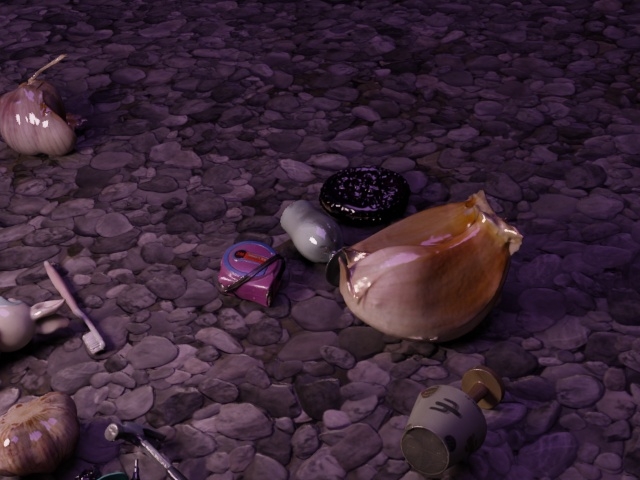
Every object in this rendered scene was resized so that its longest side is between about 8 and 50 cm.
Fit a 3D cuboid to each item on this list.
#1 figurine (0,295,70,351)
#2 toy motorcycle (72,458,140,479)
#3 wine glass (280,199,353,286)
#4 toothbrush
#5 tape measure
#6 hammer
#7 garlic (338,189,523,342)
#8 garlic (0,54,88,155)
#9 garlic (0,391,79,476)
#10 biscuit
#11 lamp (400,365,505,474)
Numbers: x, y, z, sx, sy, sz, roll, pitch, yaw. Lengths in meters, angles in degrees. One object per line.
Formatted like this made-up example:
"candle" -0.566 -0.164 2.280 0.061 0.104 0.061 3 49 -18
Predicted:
"figurine" -0.571 0.146 1.803 0.235 0.127 0.155 -24 25 -32
"toy motorcycle" -0.297 0.386 1.491 0.100 0.058 0.173 -8 36 -19
"wine glass" 0.000 0.000 1.993 0.092 0.093 0.202 -18 37 -21
"toothbrush" -0.462 0.118 1.913 0.029 0.025 0.307 -27 41 -18
"tape measure" -0.130 0.062 1.929 0.118 0.074 0.125 14 43 14
"hammer" -0.209 0.350 1.535 0.246 0.029 0.103 36 7 27
"garlic" 0.185 0.042 1.821 0.313 0.249 0.286 -27 54 0
"garlic" -0.622 -0.311 2.399 0.207 0.257 0.207 33 7 -5
"garlic" -0.437 0.304 1.581 0.147 0.102 0.159 -6 21 19
"biscuit" 0.091 -0.095 2.156 0.194 0.053 0.195 -1 35 1
"lamp" 0.205 0.265 1.577 0.121 0.121 0.214 19 31 28
